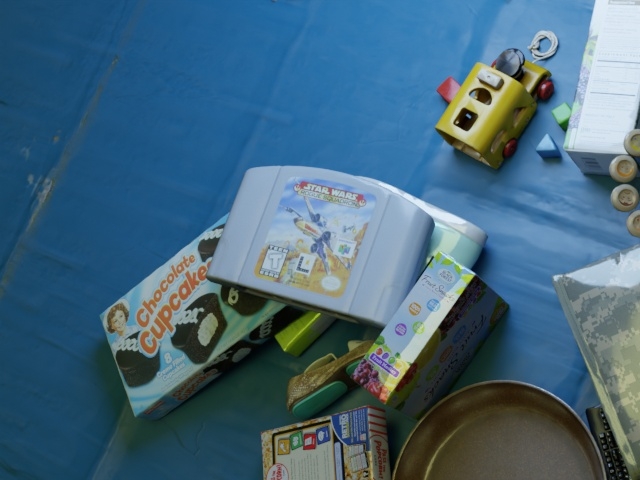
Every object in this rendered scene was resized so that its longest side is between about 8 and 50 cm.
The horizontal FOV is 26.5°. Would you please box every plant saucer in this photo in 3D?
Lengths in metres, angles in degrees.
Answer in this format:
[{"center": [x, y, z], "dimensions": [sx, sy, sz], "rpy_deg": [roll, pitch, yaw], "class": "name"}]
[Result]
[{"center": [0.235, 0.339, 1.777], "dimensions": [0.310, 0.050, 0.311], "rpy_deg": [-11, 68, 29], "class": "plant saucer"}]

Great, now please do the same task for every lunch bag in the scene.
[{"center": [0.451, 0.147, 1.683], "dimensions": [0.235, 0.169, 0.287], "rpy_deg": [-23, 60, 13], "class": "lunch bag"}]

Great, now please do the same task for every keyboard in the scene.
[{"center": [0.382, 0.299, 1.741], "dimensions": [0.100, 0.038, 0.192], "rpy_deg": [-21, 63, 18], "class": "keyboard"}]

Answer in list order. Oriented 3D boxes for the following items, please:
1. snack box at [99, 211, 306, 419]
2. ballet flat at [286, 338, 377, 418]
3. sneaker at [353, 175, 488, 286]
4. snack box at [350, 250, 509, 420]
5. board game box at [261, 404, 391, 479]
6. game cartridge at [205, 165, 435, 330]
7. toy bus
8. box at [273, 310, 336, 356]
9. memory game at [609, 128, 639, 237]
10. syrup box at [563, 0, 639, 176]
[{"center": [-0.180, 0.107, 2.042], "dimensions": [0.322, 0.060, 0.187], "rpy_deg": [-38, 59, 22], "class": "snack box"}, {"center": [0.036, 0.179, 1.938], "dimensions": [0.206, 0.073, 0.067], "rpy_deg": [-27, 48, 11], "class": "ballet flat"}, {"center": [0.097, 0.007, 1.950], "dimensions": [0.256, 0.094, 0.151], "rpy_deg": [25, 84, 31], "class": "sneaker"}, {"center": [0.151, 0.134, 1.833], "dimensions": [0.070, 0.174, 0.207], "rpy_deg": [36, 89, 28], "class": "snack box"}, {"center": [0.006, 0.321, 1.889], "dimensions": [0.193, 0.045, 0.147], "rpy_deg": [-18, 65, 34], "class": "board game box"}, {"center": [0.000, 0.000, 1.904], "dimensions": [0.297, 0.062, 0.198], "rpy_deg": [14, 80, 24], "class": "game cartridge"}, {"center": [0.252, -0.207, 1.944], "dimensions": [0.191, 0.104, 0.202], "rpy_deg": [-18, 66, 19], "class": "toy bus"}, {"center": [-0.008, 0.071, 2.003], "dimensions": [0.178, 0.042, 0.109], "rpy_deg": [-44, 56, 10], "class": "box"}, {"center": [0.469, -0.076, 1.788], "dimensions": [0.186, 0.012, 0.186], "rpy_deg": [0, 88, -6], "class": "memory game"}, {"center": [0.413, -0.214, 1.874], "dimensions": [0.096, 0.093, 0.237], "rpy_deg": [7, 75, 28], "class": "syrup box"}]
